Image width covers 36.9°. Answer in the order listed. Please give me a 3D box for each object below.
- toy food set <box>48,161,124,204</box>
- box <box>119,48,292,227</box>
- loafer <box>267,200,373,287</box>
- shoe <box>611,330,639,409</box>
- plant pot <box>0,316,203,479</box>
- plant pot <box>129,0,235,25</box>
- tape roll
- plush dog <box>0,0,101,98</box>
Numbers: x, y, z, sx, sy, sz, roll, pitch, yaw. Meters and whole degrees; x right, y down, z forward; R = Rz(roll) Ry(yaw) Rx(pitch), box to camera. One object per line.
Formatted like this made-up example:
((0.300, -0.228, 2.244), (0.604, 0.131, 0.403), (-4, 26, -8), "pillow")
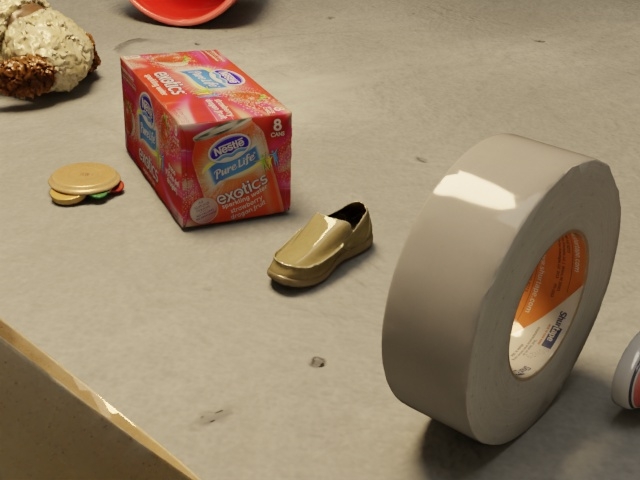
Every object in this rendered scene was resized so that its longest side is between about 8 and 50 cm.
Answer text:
((-0.266, -0.066, 1.088), (0.082, 0.020, 0.083), (-7, 28, -17), "toy food set")
((-0.138, -0.127, 1.102), (0.128, 0.123, 0.257), (-9, 29, -22), "box")
((0.000, 0.000, 0.944), (0.056, 0.050, 0.148), (18, 31, 29), "loafer")
((0.309, 0.098, 0.760), (0.178, 0.063, 0.081), (-17, 28, -40), "shoe")
((-0.226, 0.123, 0.507), (0.284, 0.284, 0.191), (27, 72, 40), "plant pot")
((-0.224, -0.548, 1.789), (0.275, 0.275, 0.243), (9, 19, 13), "plant pot")
((0.137, 0.036, 0.701), (0.072, 0.219, 0.219), (24, 34, 34), "tape roll")
((-0.429, -0.297, 1.376), (0.225, 0.211, 0.262), (32, 33, 6), "plush dog")
